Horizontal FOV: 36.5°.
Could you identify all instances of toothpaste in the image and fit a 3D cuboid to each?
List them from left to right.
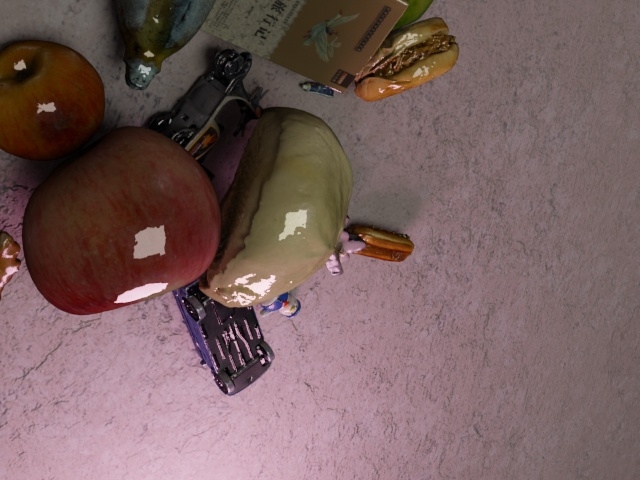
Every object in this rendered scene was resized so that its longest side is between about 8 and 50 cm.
[{"bbox_3d":[-0.004,-0.288,1.845,0.083,0.019,0.027,0,98,-42],"label":"toothpaste"}]

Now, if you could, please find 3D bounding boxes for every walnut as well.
[{"bbox_3d":[-0.567,0.045,1.567,0.143,0.069,0.170,25,100,-45],"label":"walnut"}]

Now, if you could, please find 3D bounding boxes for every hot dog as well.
[{"bbox_3d":[0.125,0.004,2.092,0.188,0.055,0.072,14,136,-37],"label":"hot dog"}]

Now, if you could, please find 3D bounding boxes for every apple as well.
[{"bbox_3d":[-0.422,-0.206,1.487,0.195,0.160,0.173,-32,153,-11],"label":"apple"},{"bbox_3d":[-0.322,-0.035,1.542,0.345,0.345,0.269,-20,96,-28],"label":"apple"}]

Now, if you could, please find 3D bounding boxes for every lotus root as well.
[{"bbox_3d":[-0.242,-0.393,1.514,0.158,0.140,0.322,14,113,-24],"label":"lotus root"}]

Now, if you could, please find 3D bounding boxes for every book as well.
[{"bbox_3d":[-0.039,-0.382,1.621,0.310,0.021,0.217,21,131,-22],"label":"book"}]

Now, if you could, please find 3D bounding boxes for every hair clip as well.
[{"bbox_3d":[0.000,-0.007,1.935,0.146,0.075,0.257,-12,143,16],"label":"hair clip"}]

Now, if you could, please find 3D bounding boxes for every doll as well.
[{"bbox_3d":[-0.084,0.123,2.003,0.099,0.058,0.143,-54,140,-4],"label":"doll"}]

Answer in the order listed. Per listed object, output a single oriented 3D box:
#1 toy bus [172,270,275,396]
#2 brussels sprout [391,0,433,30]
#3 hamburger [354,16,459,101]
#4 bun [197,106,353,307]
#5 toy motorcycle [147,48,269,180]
[{"bbox_3d":[-0.196,0.157,1.881,0.125,0.133,0.292,-35,130,-24],"label":"toy bus"},{"bbox_3d":[0.115,-0.483,1.696,0.244,0.244,0.244,-19,126,-29],"label":"brussels sprout"},{"bbox_3d":[0.154,-0.338,1.807,0.214,0.214,0.108,-29,102,-22],"label":"hamburger"},{"bbox_3d":[-0.060,-0.044,1.655,0.202,0.364,0.364,22,103,-13],"label":"bun"},{"bbox_3d":[-0.193,-0.212,1.697,0.263,0.091,0.157,-51,143,1],"label":"toy motorcycle"}]
